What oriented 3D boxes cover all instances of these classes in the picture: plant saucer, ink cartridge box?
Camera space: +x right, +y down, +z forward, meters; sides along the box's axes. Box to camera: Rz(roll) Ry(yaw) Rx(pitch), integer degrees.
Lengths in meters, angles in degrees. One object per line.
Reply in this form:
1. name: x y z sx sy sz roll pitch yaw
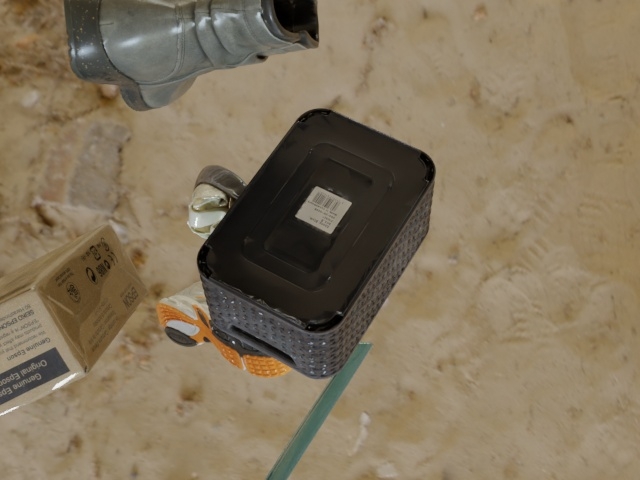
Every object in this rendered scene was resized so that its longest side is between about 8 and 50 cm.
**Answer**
1. plant saucer: -0.006 0.187 1.105 0.018 0.067 0.192 35 68 1
2. ink cartridge box: -0.275 0.084 0.930 0.193 0.235 0.088 -27 101 10

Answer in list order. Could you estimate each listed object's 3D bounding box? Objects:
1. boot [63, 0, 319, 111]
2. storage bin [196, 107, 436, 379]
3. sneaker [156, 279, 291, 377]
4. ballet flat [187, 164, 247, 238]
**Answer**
1. boot: -0.074 -0.144 0.774 0.161 0.246 0.084 -4 95 7
2. storage bin: 0.000 0.000 0.818 0.122 0.084 0.180 26 64 17
3. sneaker: -0.119 0.111 1.554 0.262 0.099 0.121 18 45 35
4. ballet flat: -0.088 -0.022 1.038 0.074 0.074 0.203 -53 46 -3
